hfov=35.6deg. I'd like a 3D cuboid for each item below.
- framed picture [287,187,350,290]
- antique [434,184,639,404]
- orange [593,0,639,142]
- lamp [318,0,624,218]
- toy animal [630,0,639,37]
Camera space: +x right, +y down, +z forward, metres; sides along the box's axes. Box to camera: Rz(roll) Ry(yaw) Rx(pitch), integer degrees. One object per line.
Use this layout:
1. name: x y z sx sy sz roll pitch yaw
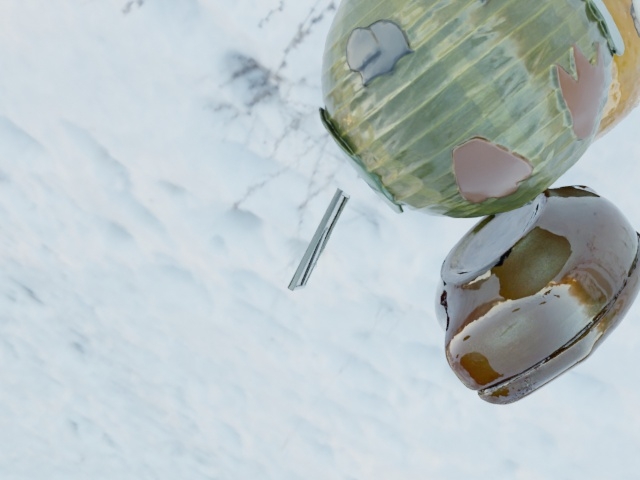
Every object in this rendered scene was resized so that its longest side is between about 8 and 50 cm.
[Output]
1. framed picture: 0.000 0.000 1.351 0.011 0.149 0.109 27 -178 8
2. antique: 0.213 0.039 1.002 0.129 0.278 0.223 49 137 -10
3. orange: 0.327 -0.292 1.462 0.340 0.293 0.340 36 139 38
4. lamp: 0.106 -0.159 0.829 0.284 0.250 0.250 52 146 -1
5. toy animal: 0.173 -0.120 0.435 0.071 0.085 0.124 18 173 9
